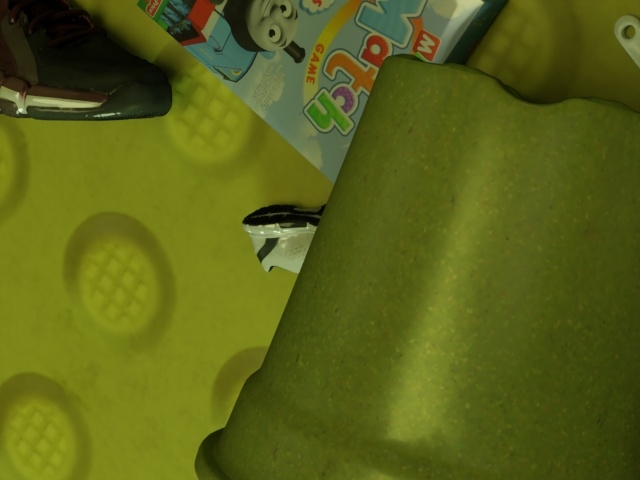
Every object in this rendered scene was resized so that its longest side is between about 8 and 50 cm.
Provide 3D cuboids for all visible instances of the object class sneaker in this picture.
[{"bbox_3d":[0.000,0.000,1.007,0.109,0.040,0.043,1,117,35],"label":"sneaker"},{"bbox_3d":[-0.221,-0.178,1.066,0.281,0.106,0.162,14,104,29],"label":"sneaker"}]

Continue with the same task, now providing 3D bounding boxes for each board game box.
[{"bbox_3d":[-0.005,-0.154,0.974,0.211,0.039,0.160,42,118,17],"label":"board game box"}]

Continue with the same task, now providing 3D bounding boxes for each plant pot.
[{"bbox_3d":[0.093,0.037,0.841,0.276,0.276,0.254,18,97,28],"label":"plant pot"}]

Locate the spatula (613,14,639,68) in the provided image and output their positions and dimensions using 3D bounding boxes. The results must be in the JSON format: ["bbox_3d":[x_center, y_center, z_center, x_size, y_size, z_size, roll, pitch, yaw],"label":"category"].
[{"bbox_3d":[0.283,-0.067,0.829,0.168,0.019,0.242,-41,74,32],"label":"spatula"}]
